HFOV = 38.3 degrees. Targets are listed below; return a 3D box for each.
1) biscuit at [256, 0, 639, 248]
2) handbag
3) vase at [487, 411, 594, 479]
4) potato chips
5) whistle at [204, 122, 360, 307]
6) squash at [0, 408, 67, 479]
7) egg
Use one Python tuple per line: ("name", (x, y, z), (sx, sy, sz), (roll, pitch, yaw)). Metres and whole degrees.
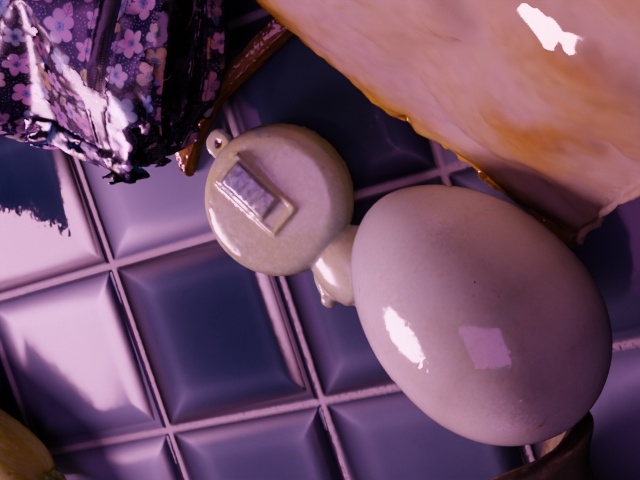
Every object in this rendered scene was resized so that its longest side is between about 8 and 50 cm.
("biscuit", (0.065, -0.177, 0.521), (0.446, 0.429, 0.104), (38, 80, 11))
("handbag", (-0.174, -0.171, 0.742), (0.208, 0.127, 0.228), (17, 110, 20))
("vase", (0.203, 0.324, 0.675), (0.302, 0.241, 0.329), (42, 138, 21))
("potato chips", (-0.065, -0.135, 0.765), (0.037, 0.026, 0.204), (44, 113, 3))
("whistle", (0.000, 0.000, 0.748), (0.258, 0.067, 0.126), (43, 113, 5))
("squash", (-0.350, 0.200, 0.925), (0.288, 0.137, 0.137), (17, 108, 6))
("egg", (0.105, 0.045, 0.639), (0.209, 0.151, 0.151), (50, 117, 30))
